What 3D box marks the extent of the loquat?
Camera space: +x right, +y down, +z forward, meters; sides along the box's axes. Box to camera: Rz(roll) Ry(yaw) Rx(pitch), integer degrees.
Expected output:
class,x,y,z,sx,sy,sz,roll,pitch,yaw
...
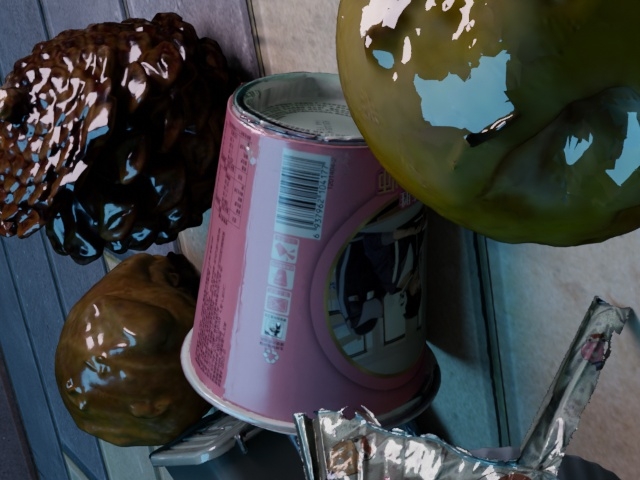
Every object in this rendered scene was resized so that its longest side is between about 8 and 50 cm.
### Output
class,x,y,z,sx,sy,sz,roll,pitch,yaw
loquat,0.123,-0.115,0.649,0.244,0.244,0.244,41,142,43

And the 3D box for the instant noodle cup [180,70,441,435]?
class,x,y,z,sx,sy,sz,roll,pitch,yaw
instant noodle cup,0.000,0.000,0.973,0.244,0.244,0.255,36,130,47

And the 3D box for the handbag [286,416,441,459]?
class,x,y,z,sx,sy,sz,roll,pitch,yaw
handbag,0.050,0.195,1.152,0.270,0.089,0.175,60,145,17

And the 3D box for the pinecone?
class,x,y,z,sx,sy,sz,roll,pitch,yaw
pinecone,-0.213,-0.107,1.195,0.298,0.296,0.242,-1,104,44

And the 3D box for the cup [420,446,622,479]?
class,x,y,z,sx,sy,sz,roll,pitch,yaw
cup,0.103,0.344,0.794,0.257,0.331,0.311,50,-153,-37

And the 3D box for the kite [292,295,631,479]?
class,x,y,z,sx,sy,sz,roll,pitch,yaw
kite,0.125,0.182,0.733,0.406,0.368,0.014,9,144,38

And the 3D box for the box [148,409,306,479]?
class,x,y,z,sx,sy,sz,roll,pitch,yaw
box,-0.085,0.272,1.378,0.135,0.163,0.243,61,152,-3

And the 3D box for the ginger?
class,x,y,z,sx,sy,sz,roll,pitch,yaw
ginger,-0.238,0.139,1.455,0.269,0.223,0.200,34,121,43
